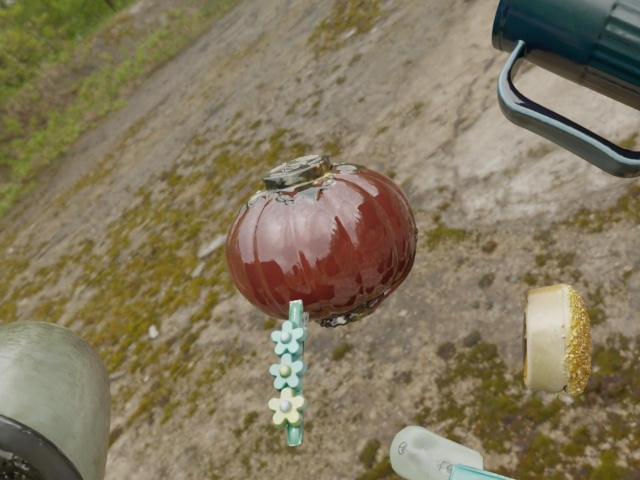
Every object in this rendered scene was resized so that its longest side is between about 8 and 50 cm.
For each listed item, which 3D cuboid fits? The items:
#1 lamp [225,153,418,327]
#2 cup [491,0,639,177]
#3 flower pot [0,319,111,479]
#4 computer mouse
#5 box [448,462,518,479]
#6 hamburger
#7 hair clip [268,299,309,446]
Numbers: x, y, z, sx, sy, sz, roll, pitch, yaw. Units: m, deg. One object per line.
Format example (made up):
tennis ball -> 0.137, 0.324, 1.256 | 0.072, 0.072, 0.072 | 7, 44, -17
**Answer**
lamp -> 0.000, 0.000, 1.152 | 0.303, 0.257, 0.303 | -18, 17, 6
cup -> 0.384, -0.270, 0.891 | 0.308, 0.292, 0.242 | -49, -19, -30
flower pot -> -0.410, 0.267, 0.966 | 0.293, 0.293, 0.330 | -37, 17, 9
computer mouse -> 0.184, 0.357, 1.178 | 0.182, 0.056, 0.089 | 15, 81, 34
box -> 0.129, 0.329, 0.602 | 0.092, 0.153, 0.245 | 10, 64, 23
hamburger -> 0.608, 0.252, 1.883 | 0.170, 0.302, 0.302 | 1, 39, 14
hair clip -> -0.036, 0.148, 0.844 | 0.049, 0.049, 0.173 | -24, 49, 33
